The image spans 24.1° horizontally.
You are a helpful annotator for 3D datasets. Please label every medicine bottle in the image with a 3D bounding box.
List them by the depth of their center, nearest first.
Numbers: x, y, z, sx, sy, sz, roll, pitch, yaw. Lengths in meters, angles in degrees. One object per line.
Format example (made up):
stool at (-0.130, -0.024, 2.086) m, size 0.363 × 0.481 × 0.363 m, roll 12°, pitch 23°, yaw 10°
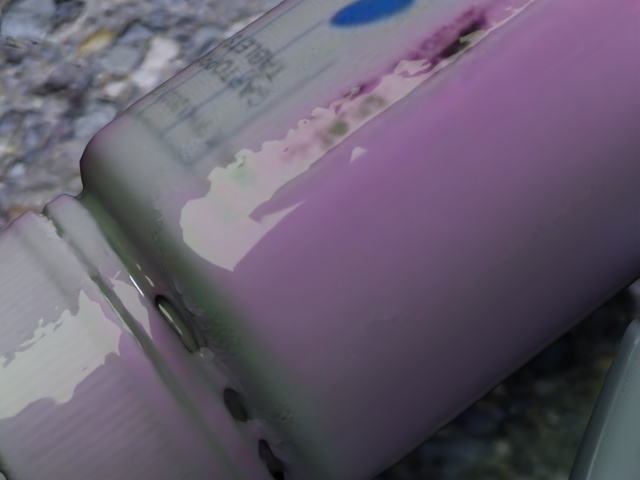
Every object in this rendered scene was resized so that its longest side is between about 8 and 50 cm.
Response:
medicine bottle at (0.000, 0.000, 0.511) m, size 0.254 × 0.152 × 0.152 m, roll -35°, pitch 57°, yaw -8°

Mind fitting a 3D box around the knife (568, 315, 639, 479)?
knife at (0.124, -0.011, 0.435) m, size 0.044 × 0.080 × 0.331 m, roll 17°, pitch 101°, yaw 4°
